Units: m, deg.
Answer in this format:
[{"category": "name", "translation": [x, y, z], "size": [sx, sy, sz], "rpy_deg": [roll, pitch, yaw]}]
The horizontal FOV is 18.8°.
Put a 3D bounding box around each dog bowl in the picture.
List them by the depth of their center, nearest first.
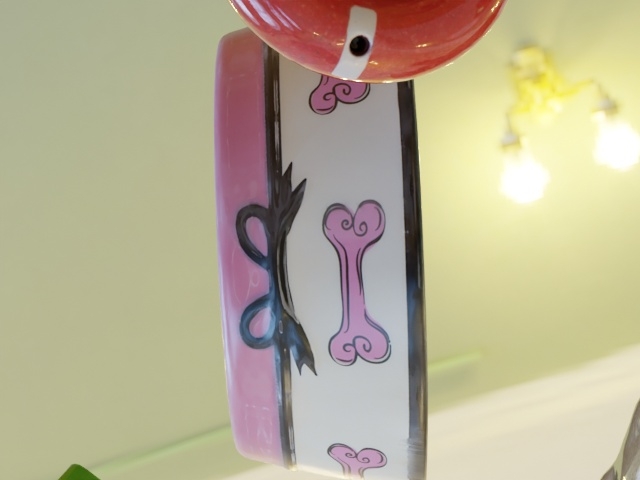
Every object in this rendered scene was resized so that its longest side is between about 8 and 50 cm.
[{"category": "dog bowl", "translation": [0.000, 0.000, 1.539], "size": [0.150, 0.408, 0.408], "rpy_deg": [-3, -157, 0]}]

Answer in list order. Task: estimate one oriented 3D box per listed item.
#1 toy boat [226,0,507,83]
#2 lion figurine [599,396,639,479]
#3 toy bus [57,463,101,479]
[{"category": "toy boat", "translation": [0.039, -0.174, 0.792], "size": [0.151, 0.231, 0.151], "rpy_deg": [12, -163, -17]}, {"category": "lion figurine", "translation": [0.201, 0.124, 1.017], "size": [0.142, 0.392, 0.240], "rpy_deg": [27, -145, -8]}, {"category": "toy bus", "translation": [-0.051, 0.167, 0.772], "size": [0.202, 0.191, 0.104], "rpy_deg": [23, -145, 11]}]
